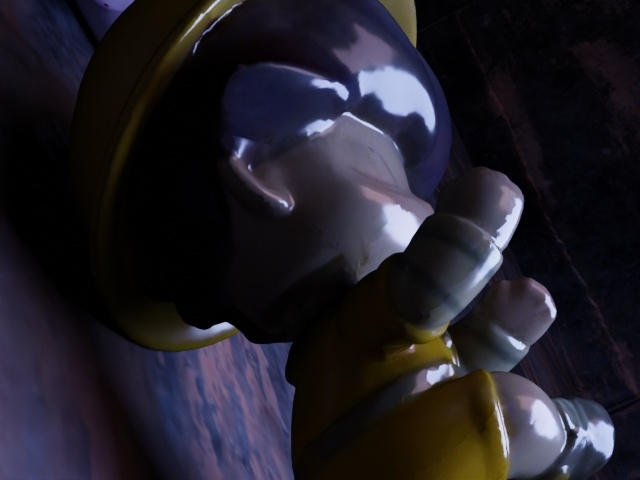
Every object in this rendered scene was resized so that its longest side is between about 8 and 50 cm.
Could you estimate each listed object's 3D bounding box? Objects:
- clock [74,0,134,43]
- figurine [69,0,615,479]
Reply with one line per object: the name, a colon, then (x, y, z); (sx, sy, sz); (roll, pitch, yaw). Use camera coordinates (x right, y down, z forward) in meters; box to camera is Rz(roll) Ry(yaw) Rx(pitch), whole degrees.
clock: (-0.056, -0.148, 0.766); (0.322, 0.113, 0.295); (57, 12, -28)
figurine: (-0.005, 0.001, 0.494); (0.192, 0.167, 0.256); (85, -16, -59)
